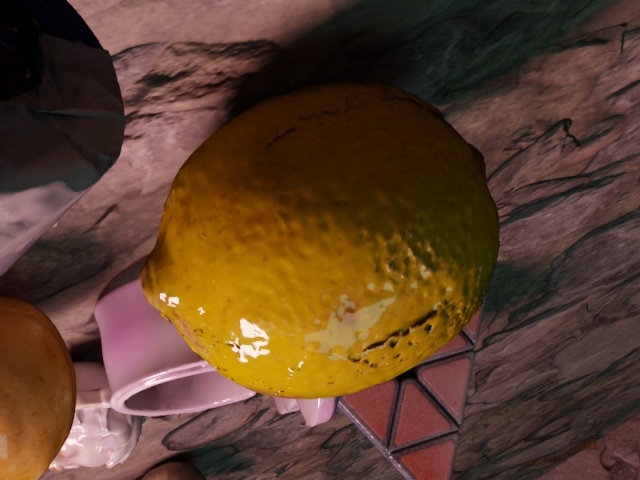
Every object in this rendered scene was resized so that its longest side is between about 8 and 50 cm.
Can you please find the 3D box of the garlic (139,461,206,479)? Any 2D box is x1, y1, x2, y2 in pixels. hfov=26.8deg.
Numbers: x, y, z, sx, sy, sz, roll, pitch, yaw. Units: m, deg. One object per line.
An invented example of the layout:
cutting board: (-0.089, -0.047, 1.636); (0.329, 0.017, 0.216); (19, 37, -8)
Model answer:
garlic: (-0.193, 0.398, 1.937); (0.129, 0.148, 0.266); (1, 165, 20)

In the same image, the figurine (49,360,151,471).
figurine: (-0.280, 0.208, 1.418); (0.237, 0.141, 0.162); (-18, 160, -17)

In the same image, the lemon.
lemon: (0.000, 0.000, 1.098); (0.310, 0.258, 0.258); (-21, 158, -22)

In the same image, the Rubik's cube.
Rubik's cube: (0.076, 0.165, 1.700); (0.228, 0.229, 0.233); (-57, 154, -59)

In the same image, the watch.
watch: (-0.104, 0.102, 1.324); (0.218, 0.210, 0.248); (-9, 163, -16)

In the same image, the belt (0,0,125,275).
belt: (-0.265, -0.083, 0.681); (0.347, 0.212, 0.117); (9, 139, -48)

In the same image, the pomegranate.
pomegranate: (-0.305, 0.130, 1.192); (0.196, 0.196, 0.196); (-21, 158, -9)
